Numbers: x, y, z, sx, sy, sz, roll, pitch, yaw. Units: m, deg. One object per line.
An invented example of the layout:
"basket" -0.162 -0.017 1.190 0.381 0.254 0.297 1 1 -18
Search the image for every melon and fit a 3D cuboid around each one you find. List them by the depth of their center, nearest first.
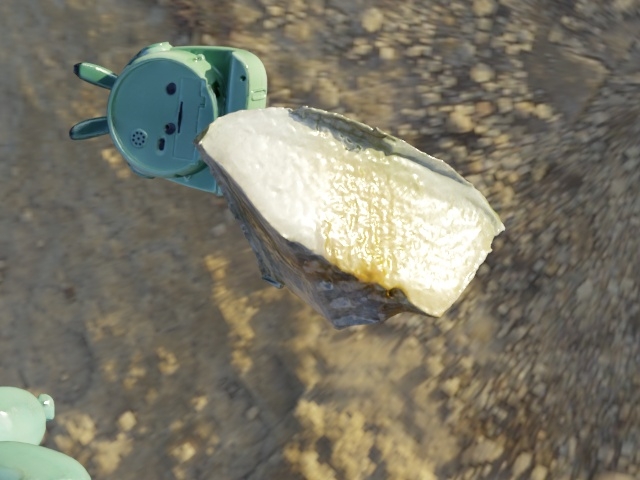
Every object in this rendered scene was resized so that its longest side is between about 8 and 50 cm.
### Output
"melon" -0.001 -0.001 1.041 0.202 0.093 0.139 22 146 -21

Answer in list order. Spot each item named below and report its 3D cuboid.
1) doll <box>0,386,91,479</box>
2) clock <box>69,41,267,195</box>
"doll" -0.163 0.098 0.712 0.158 0.159 0.059 21 119 48
"clock" -0.106 -0.087 1.208 0.135 0.041 0.101 9 101 18
